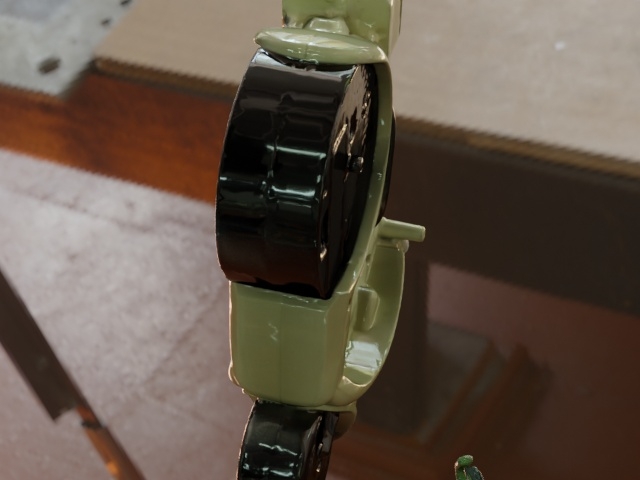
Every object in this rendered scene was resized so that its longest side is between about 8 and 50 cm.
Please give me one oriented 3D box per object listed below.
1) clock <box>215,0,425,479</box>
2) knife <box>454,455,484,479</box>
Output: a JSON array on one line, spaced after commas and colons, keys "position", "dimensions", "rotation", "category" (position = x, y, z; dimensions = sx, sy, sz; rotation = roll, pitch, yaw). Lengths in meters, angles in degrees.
[{"position": [0.000, 0.000, 1.163], "dimensions": [0.120, 0.379, 0.276], "rotation": [12, 42, 10], "category": "clock"}, {"position": [0.121, 0.242, 1.023], "dimensions": [0.015, 0.054, 0.212], "rotation": [-16, 76, -8], "category": "knife"}]
